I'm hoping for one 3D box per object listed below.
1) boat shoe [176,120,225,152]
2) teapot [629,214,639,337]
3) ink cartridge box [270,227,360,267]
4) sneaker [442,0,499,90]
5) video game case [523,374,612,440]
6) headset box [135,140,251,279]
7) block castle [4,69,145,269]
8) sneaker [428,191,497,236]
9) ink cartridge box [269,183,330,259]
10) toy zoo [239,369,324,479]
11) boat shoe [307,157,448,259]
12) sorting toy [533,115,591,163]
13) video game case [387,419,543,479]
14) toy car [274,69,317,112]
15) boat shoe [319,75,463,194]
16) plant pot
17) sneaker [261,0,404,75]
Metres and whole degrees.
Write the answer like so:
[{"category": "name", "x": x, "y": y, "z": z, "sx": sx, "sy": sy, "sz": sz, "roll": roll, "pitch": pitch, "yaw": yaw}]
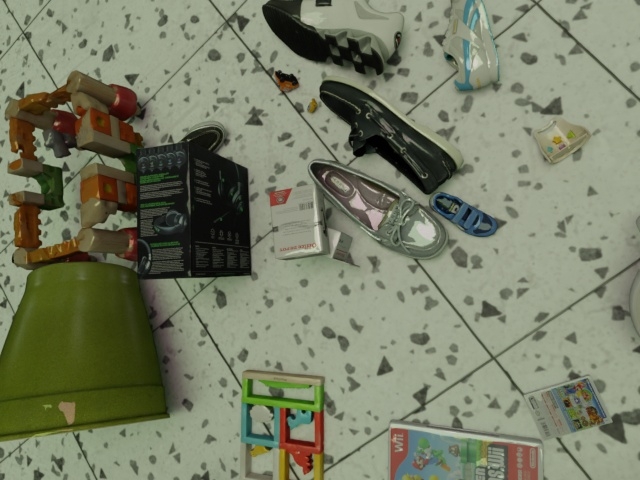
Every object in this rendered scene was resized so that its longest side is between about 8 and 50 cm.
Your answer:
[{"category": "boat shoe", "x": -0.318, "y": -0.202, "z": 1.069, "sx": 0.219, "sy": 0.077, "sz": 0.070, "roll": -33, "pitch": 37, "yaw": 4}, {"category": "teapot", "x": 0.628, "y": 0.090, "z": 0.696, "sx": 0.253, "sy": 0.187, "sz": 0.255, "roll": 9, "pitch": 108, "yaw": 46}, {"category": "ink cartridge box", "x": 0.000, "y": 0.000, "z": 0.953, "sx": 0.180, "sy": 0.104, "sz": 0.060, "roll": 18, "pitch": 89, "yaw": 19}, {"category": "sneaker", "x": 0.284, "y": -0.412, "z": 0.892, "sx": 0.092, "sy": 0.087, "sz": 0.228, "roll": -15, "pitch": 80, "yaw": 20}, {"category": "video game case", "x": 0.452, "y": 0.308, "z": 0.826, "sx": 0.122, "sy": 0.011, "sz": 0.087, "roll": -24, "pitch": 78, "yaw": 16}, {"category": "headset box", "x": -0.265, "y": -0.059, "z": 0.972, "sx": 0.131, "sy": 0.246, "sz": 0.282, "roll": -4, "pitch": 86, "yaw": 18}, {"category": "block castle", "x": -0.578, "y": -0.153, "z": 1.110, "sx": 0.303, "sy": 0.213, "sz": 0.452, "roll": -13, "pitch": 80, "yaw": 22}, {"category": "sneaker", "x": 0.277, "y": -0.051, "z": 0.884, "sx": 0.144, "sy": 0.059, "sz": 0.053, "roll": 29, "pitch": 94, "yaw": 17}, {"category": "ink cartridge box", "x": -0.041, "y": -0.033, "z": 0.883, "sx": 0.099, "sy": 0.056, "sz": 0.135, "roll": -9, "pitch": 80, "yaw": 17}, {"category": "toy zoo", "x": -0.086, "y": 0.443, "z": 0.992, "sx": 0.193, "sy": 0.030, "sz": 0.292, "roll": -1, "pitch": 86, "yaw": 19}, {"category": "boat shoe", "x": 0.111, "y": -0.068, "z": 0.919, "sx": 0.320, "sy": 0.103, "sz": 0.118, "roll": 38, "pitch": 99, "yaw": 18}, {"category": "sorting toy", "x": 0.446, "y": -0.194, "z": 0.847, "sx": 0.083, "sy": 0.045, "sz": 0.075, "roll": -35, "pitch": 69, "yaw": 14}, {"category": "video game case", "x": 0.274, "y": 0.471, "z": 0.870, "sx": 0.286, "sy": 0.025, "sz": 0.203, "roll": 0, "pitch": 87, "yaw": 19}, {"category": "toy car", "x": -0.064, "y": -0.335, "z": 1.024, "sx": 0.122, "sy": 0.060, "sz": 0.040, "roll": 57, "pitch": 136, "yaw": 20}, {"category": "boat shoe", "x": 0.115, "y": -0.209, "z": 0.916, "sx": 0.340, "sy": 0.127, "sz": 0.113, "roll": 36, "pitch": 87, "yaw": 8}, {"category": "plant pot", "x": -0.538, "y": 0.245, "z": 1.021, "sx": 0.367, "sy": 0.366, "sz": 0.352, "roll": -14, "pitch": 70, "yaw": 18}, {"category": "sneaker", "x": 0.029, "y": -0.475, "z": 0.980, "sx": 0.331, "sy": 0.122, "sz": 0.146, "roll": 28, "pitch": 78, "yaw": 19}]
